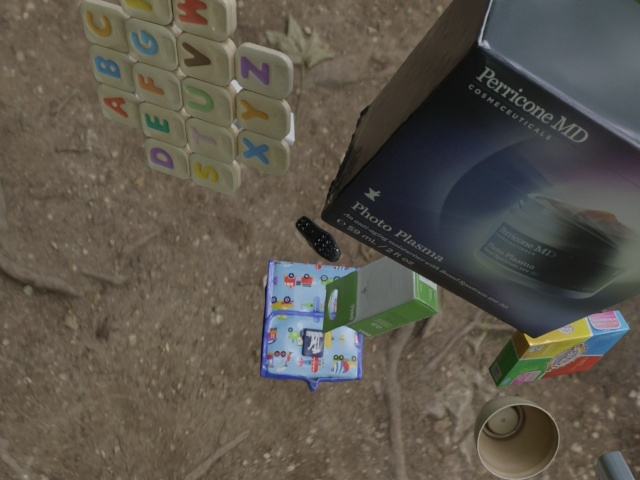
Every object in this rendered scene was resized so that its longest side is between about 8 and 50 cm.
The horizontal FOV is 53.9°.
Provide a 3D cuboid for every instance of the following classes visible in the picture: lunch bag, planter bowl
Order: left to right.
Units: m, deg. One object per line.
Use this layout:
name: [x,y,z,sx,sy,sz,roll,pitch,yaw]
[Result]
lunch bag: [-0.022,0.207,1.434,0.221,0.138,0.293,5,53,-6]
planter bowl: [0.380,0.381,1.268,0.162,0.109,0.162,0,100,-3]

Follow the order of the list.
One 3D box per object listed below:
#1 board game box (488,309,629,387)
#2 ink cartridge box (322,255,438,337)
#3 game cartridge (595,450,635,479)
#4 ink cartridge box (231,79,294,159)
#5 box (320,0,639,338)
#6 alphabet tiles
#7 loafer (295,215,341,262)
board game box: [0.661,0.305,1.763,0.316,0.242,0.064,-7,53,-15]
ink cartridge box: [0.100,0.097,1.078,0.062,0.209,0.109,32,47,-33]
game cartridge: [0.708,0.644,1.475,0.062,0.297,0.198,-16,33,3]
ink cartridge box: [-0.239,-0.349,1.883,0.273,0.197,0.114,23,56,-42]
box: [0.203,-0.076,0.619,0.296,0.294,0.183,28,57,-10]
alphabet tiles: [-0.163,-0.179,0.757,0.278,0.284,0.021,21,49,13]
loafer: [0.000,0.000,2.055,0.076,0.078,0.223,-43,51,-2]
